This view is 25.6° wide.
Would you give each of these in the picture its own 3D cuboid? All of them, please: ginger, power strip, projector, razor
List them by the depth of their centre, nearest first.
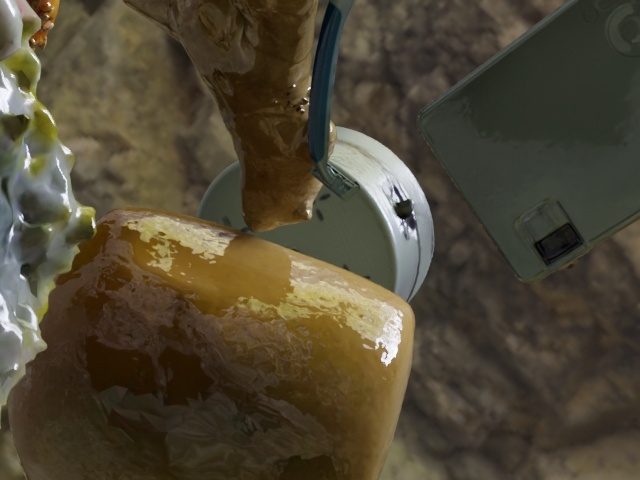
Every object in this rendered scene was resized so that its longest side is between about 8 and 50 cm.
[{"bbox_3d":[0.239,-0.103,1.220,0.257,0.192,0.099,-36,174,30],"label":"projector"},{"bbox_3d":[0.009,-0.132,1.249,0.037,0.068,0.191,-11,120,-26],"label":"razor"},{"bbox_3d":[-0.060,-0.184,1.324,0.122,0.348,0.363,-41,-169,-27],"label":"ginger"},{"bbox_3d":[0.000,0.000,2.098,0.357,0.357,0.161,-48,175,31],"label":"power strip"}]

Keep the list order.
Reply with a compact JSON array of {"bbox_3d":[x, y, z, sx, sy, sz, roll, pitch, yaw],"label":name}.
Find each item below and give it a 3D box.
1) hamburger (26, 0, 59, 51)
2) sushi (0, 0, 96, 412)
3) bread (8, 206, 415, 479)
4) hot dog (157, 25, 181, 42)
[{"bbox_3d":[-0.433,-0.314,1.479,0.330,0.330,0.250,134,-45,-56],"label":"hamburger"},{"bbox_3d":[-0.313,-0.034,0.707,0.240,0.396,0.351,4,-128,30],"label":"sushi"},{"bbox_3d":[-0.115,0.163,1.395,0.253,0.376,0.348,-26,138,-87],"label":"bread"},{"bbox_3d":[-0.209,-0.328,1.954,0.072,0.055,0.188,-51,140,5],"label":"hot dog"}]
